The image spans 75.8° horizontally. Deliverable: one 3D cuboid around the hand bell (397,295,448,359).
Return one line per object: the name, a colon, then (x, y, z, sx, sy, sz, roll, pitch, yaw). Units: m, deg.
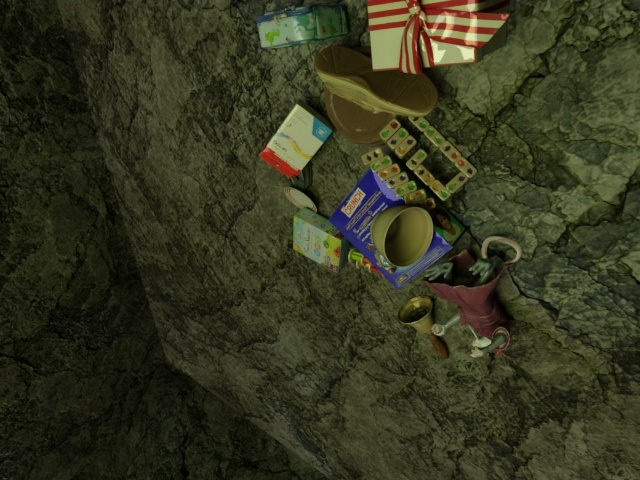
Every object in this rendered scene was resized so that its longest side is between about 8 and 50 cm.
hand bell: (0.373, 0.317, 1.386, 0.126, 0.126, 0.242, -14, 119, 45)

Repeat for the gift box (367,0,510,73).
gift box: (0.251, -0.490, 0.821, 0.277, 0.258, 0.255, 7, 122, 38)

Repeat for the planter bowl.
planter bowl: (0.200, -0.024, 1.090, 0.109, 0.162, 0.162, 33, 140, 54)

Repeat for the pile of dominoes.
pile of dominoes: (0.255, -0.205, 1.085, 0.196, 0.040, 0.251, -44, 83, 8)

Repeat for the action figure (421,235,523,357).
action figure: (0.460, 0.187, 1.196, 0.370, 0.276, 0.248, 52, 171, -27)

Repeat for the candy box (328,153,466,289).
candy box: (0.220, -0.050, 1.240, 0.317, 0.122, 0.268, 45, 137, 5)

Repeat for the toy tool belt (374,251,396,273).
toy tool belt: (0.201, 0.060, 1.205, 0.083, 0.052, 0.051, 52, 148, -4)

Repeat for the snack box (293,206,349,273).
snack box: (0.000, 0.000, 1.486, 0.207, 0.070, 0.174, 29, 139, 24)

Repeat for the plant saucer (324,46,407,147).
plant saucer: (0.118, -0.394, 1.159, 0.278, 0.041, 0.277, 22, 130, 29)

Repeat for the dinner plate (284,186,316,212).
dinner plate: (-0.069, -0.147, 1.465, 0.141, 0.017, 0.141, 30, 161, 12)

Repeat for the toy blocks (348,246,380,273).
toy blocks: (0.181, 0.077, 1.374, 0.148, 0.054, 0.123, 15, 165, 34)

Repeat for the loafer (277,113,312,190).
loafer: (-0.097, -0.285, 1.378, 0.096, 0.084, 0.267, 13, 125, 35)

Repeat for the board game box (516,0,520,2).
board game box: (0.425, -0.528, 0.716, 0.201, 0.035, 0.136, -23, 105, 1)

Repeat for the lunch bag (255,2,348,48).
lunch bag: (-0.047, -0.553, 1.059, 0.176, 0.219, 0.090, 11, 123, 36)

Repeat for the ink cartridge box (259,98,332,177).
ink cartridge box: (-0.083, -0.301, 1.276, 0.134, 0.078, 0.231, 33, 117, -17)

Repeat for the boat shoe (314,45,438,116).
boat shoe: (0.143, -0.390, 1.044, 0.341, 0.121, 0.110, 34, 171, 23)
